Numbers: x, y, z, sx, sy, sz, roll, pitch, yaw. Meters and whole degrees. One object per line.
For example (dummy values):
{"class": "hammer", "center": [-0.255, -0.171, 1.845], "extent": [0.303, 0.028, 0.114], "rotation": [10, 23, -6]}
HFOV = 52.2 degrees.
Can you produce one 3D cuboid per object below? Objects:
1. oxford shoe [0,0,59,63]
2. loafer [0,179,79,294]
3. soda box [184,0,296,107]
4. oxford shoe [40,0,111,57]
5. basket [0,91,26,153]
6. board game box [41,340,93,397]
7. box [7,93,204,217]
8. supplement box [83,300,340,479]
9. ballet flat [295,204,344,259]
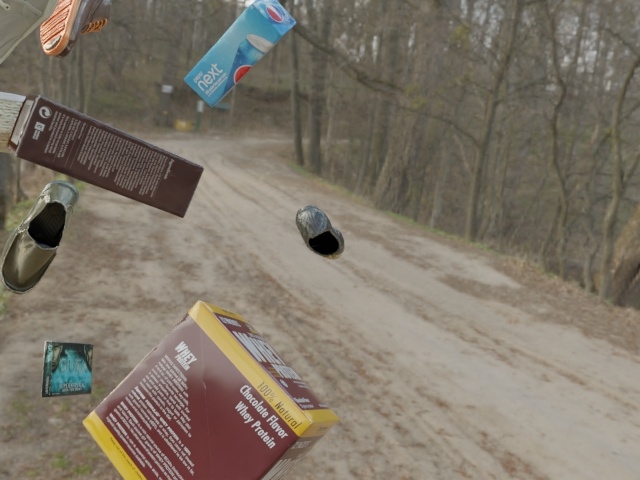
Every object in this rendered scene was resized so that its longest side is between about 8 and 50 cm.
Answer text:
{"class": "oxford shoe", "center": [-0.665, -0.490, 1.337], "extent": [0.449, 0.169, 0.130], "rotation": [-32, 2, 33]}
{"class": "loafer", "center": [-0.551, 0.001, 1.262], "extent": [0.094, 0.251, 0.087], "rotation": [24, 13, -21]}
{"class": "soda box", "center": [-0.140, -0.322, 1.118], "extent": [0.210, 0.071, 0.067], "rotation": [-33, 18, 40]}
{"class": "oxford shoe", "center": [-0.574, -0.557, 1.593], "extent": [0.130, 0.363, 0.133], "rotation": [-19, -40, 28]}
{"class": "basket", "center": [-0.754, -0.269, 1.490], "extent": [0.167, 0.103, 0.113], "rotation": [6, -23, -23]}
{"class": "board game box", "center": [-0.596, 0.304, 1.550], "extent": [0.026, 0.126, 0.186], "rotation": [-3, -11, 8]}
{"class": "box", "center": [-0.479, -0.187, 1.466], "extent": [0.381, 0.143, 0.191], "rotation": [20, 1, -32]}
{"class": "supplement box", "center": [-0.121, 0.209, 0.757], "extent": [0.191, 0.194, 0.129], "rotation": [43, 0, 20]}
{"class": "ballet flat", "center": [0.000, 0.000, 0.972], "extent": [0.057, 0.049, 0.173], "rotation": [-19, -23, 9]}
